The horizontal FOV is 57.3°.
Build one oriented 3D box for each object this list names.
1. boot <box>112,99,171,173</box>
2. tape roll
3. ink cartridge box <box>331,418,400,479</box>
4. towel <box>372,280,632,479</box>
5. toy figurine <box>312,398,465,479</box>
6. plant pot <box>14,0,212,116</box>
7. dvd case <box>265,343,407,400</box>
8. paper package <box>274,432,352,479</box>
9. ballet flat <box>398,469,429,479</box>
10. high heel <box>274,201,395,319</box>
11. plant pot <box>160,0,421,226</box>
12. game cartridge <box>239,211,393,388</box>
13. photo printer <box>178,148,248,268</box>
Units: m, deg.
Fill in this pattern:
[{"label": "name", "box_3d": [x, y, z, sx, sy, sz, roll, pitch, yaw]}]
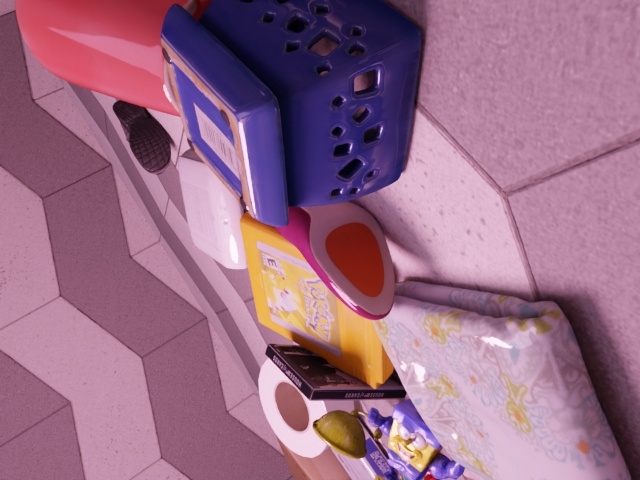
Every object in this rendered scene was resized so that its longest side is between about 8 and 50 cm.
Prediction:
[{"label": "boot", "box_3d": [-0.533, -0.283, 1.854, 0.338, 0.118, 0.222, 59, 166, 32]}, {"label": "tape roll", "box_3d": [-0.043, 0.427, 1.574, 0.286, 0.100, 0.286, 19, 117, 43]}, {"label": "ink cartridge box", "box_3d": [0.091, 0.596, 1.705, 0.324, 0.071, 0.330, 51, 161, 22]}, {"label": "towel", "box_3d": [0.229, 0.216, 0.800, 0.320, 0.090, 0.374, 62, 159, -13]}, {"label": "toy figurine", "box_3d": [0.174, 0.366, 1.127, 0.362, 0.191, 0.217, 32, 117, 35]}, {"label": "plant pot", "box_3d": [-0.221, -0.300, 0.797, 0.243, 0.275, 0.275, 32, 151, 23]}, {"label": "dvd case", "box_3d": [0.032, 0.261, 1.167, 0.179, 0.239, 0.029, 31, 106, 52]}, {"label": "paper package", "box_3d": [0.022, 0.793, 2.014, 0.325, 0.168, 0.309, 37, 150, 46]}, {"label": "ballet flat", "box_3d": [0.224, 0.534, 1.315, 0.221, 0.077, 0.079, 62, 179, -13]}, {"label": "high heel", "box_3d": [0.000, 0.000, 0.962, 0.181, 0.127, 0.377, 105, 145, -51]}, {"label": "plant pot", "box_3d": [-0.043, -0.170, 0.695, 0.236, 0.212, 0.236, 47, 157, 28]}, {"label": "game cartridge", "box_3d": [-0.007, 0.111, 1.096, 0.324, 0.053, 0.285, 24, 136, 35]}, {"label": "photo printer", "box_3d": [-0.224, -0.078, 1.339, 0.307, 0.107, 0.256, 22, 122, 59]}]
